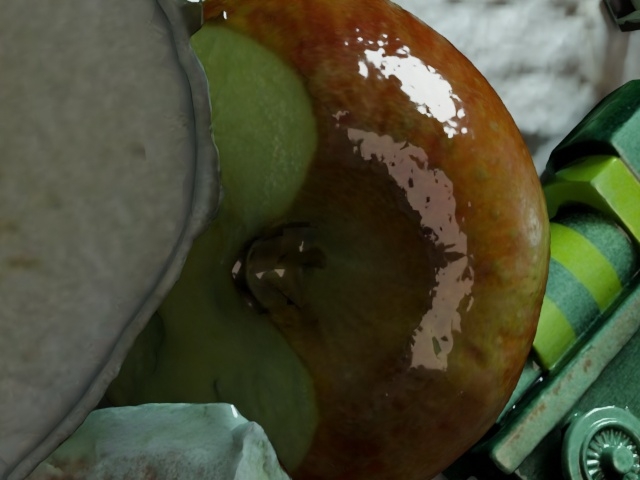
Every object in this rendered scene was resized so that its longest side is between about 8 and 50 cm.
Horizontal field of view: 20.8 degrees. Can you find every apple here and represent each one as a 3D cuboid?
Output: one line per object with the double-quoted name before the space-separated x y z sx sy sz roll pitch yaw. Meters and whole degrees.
"apple" 0.000 0.000 0.640 0.160 0.173 0.195 -7 94 -28

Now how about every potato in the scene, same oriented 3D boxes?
"potato" -0.167 -0.066 0.544 0.246 0.196 0.299 -8 118 -10

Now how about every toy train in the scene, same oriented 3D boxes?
"toy train" 0.119 0.036 0.769 0.132 0.083 0.200 49 65 -8

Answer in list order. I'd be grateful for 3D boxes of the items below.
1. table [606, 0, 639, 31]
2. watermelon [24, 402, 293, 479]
"table" 0.230 -0.167 0.799 0.175 0.146 0.062 -31 104 -29
"watermelon" -0.100 0.197 0.563 0.224 0.180 0.305 26 75 -16
